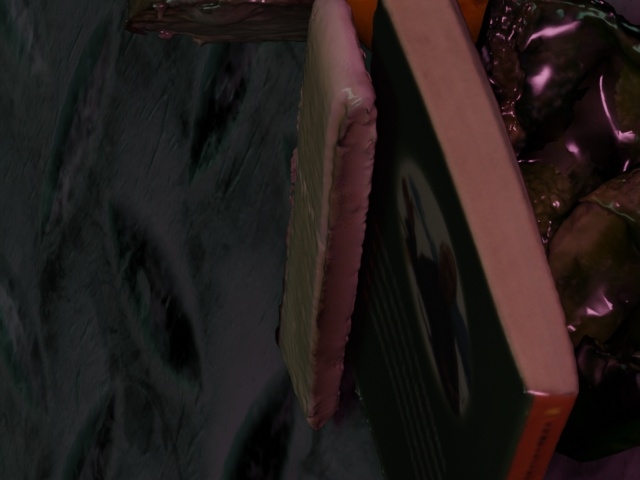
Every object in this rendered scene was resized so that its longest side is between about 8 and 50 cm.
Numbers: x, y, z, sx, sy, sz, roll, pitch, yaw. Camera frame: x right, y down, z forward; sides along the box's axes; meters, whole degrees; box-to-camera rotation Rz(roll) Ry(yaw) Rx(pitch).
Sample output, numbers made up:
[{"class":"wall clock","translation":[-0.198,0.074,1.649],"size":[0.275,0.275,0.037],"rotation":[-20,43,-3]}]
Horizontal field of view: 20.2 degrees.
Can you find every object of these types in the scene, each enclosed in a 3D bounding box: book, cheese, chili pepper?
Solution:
[{"class":"book","translation":[0.068,0.062,1.041],"size":[0.371,0.043,0.260],"rotation":[98,159,-58]},{"class":"cheese","translation":[0.003,0.001,1.141],"size":[0.400,0.034,0.085],"rotation":[95,158,-57]},{"class":"chili pepper","translation":[0.153,-0.015,0.960],"size":[0.148,0.116,0.264],"rotation":[117,145,-56]}]

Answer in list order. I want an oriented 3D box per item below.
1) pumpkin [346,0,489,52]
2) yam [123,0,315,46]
[{"class":"pumpkin","translation":[0.069,-0.248,1.056],"size":[0.111,0.163,0.278],"rotation":[-119,40,-50]},{"class":"yam","translation":[-0.047,-0.278,1.235],"size":[0.195,0.195,0.300],"rotation":[-21,70,59]}]
